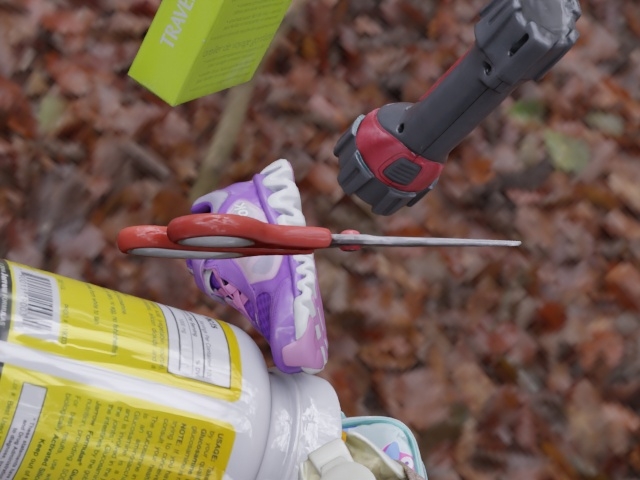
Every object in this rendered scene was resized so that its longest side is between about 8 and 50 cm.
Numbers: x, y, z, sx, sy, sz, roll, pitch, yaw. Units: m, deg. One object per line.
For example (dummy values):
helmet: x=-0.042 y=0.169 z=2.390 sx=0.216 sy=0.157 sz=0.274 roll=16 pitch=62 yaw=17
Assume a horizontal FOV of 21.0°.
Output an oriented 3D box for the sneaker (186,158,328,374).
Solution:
sneaker: x=-0.055 y=0.028 z=1.417 sx=0.104 sy=0.095 sz=0.236 roll=-10 pitch=38 yaw=-5

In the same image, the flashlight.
flashlight: x=0.126 y=-0.137 z=1.599 sx=0.103 sy=0.304 sz=0.103 roll=-18 pitch=71 yaw=-41

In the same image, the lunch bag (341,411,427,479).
lunch bag: x=-0.023 y=0.275 z=1.547 sx=0.279 sy=0.108 sz=0.224 roll=-11 pitch=61 yaw=5

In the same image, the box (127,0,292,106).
box: x=-0.041 y=-0.170 z=1.032 sx=0.042 sy=0.178 sz=0.109 roll=36 pitch=26 yaw=13

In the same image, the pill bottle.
pill bottle: x=-0.161 y=0.136 z=1.354 sx=0.334 sy=0.188 sz=0.188 roll=18 pitch=47 yaw=-23

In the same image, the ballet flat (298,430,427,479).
ballet flat: x=0.034 y=0.189 z=1.186 sx=0.107 sy=0.316 sz=0.106 roll=-34 pitch=96 yaw=-5

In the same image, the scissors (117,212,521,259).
scissors: x=0.000 y=0.000 z=1.244 sx=0.297 sy=0.109 sz=0.021 roll=2 pitch=78 yaw=-34
